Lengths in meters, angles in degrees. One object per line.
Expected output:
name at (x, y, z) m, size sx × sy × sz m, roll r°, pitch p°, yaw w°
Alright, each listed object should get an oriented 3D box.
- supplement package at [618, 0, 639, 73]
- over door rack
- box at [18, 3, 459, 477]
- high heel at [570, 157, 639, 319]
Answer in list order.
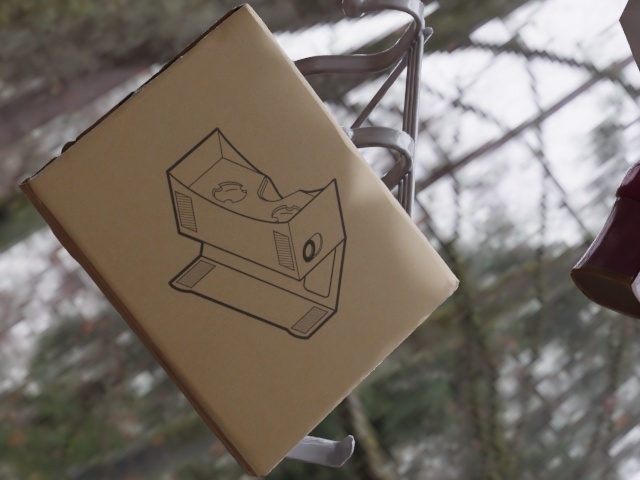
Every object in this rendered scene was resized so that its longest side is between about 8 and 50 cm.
supplement package at (0.390, -0.205, 1.662) m, size 0.203 × 0.149 × 0.194 m, roll 14°, pitch -58°, yaw -14°
over door rack at (0.000, 0.000, 1.428) m, size 0.108 × 0.240 × 0.324 m, roll 8°, pitch -26°, yaw -5°
box at (-0.039, -0.002, 1.063) m, size 0.201 × 0.164 × 0.021 m, roll 53°, pitch -22°, yaw -12°
high heel at (0.392, 0.010, 1.602) m, size 0.377 × 0.181 × 0.127 m, roll 22°, pitch -24°, yaw 36°
